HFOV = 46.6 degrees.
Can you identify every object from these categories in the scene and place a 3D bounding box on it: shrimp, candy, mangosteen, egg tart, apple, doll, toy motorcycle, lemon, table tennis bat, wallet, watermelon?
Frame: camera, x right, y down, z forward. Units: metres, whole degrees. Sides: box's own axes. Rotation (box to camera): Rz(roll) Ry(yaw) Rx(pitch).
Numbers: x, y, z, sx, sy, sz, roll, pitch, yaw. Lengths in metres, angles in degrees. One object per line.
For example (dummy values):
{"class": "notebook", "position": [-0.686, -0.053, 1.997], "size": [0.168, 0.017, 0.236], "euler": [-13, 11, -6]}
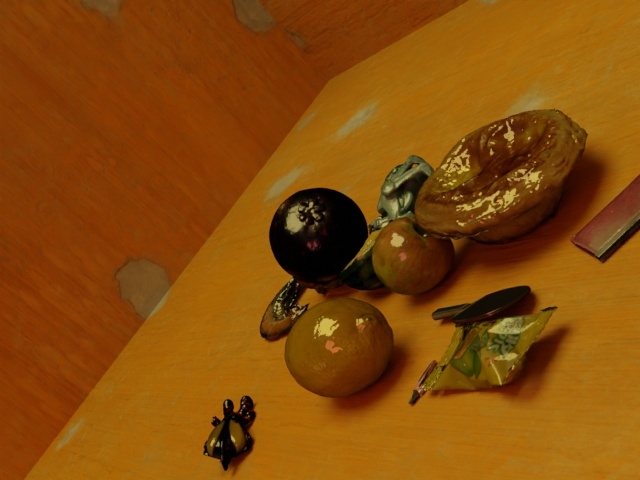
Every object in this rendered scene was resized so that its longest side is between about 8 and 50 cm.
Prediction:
{"class": "shrimp", "position": [-0.086, 0.189, 2.338], "size": [0.222, 0.054, 0.290], "euler": [-11, 42, 59]}
{"class": "candy", "position": [0.322, 0.216, 1.452], "size": [0.187, 0.081, 0.297], "euler": [-54, 11, -25]}
{"class": "mangosteen", "position": [0.009, -0.008, 2.188], "size": [0.297, 0.313, 0.297], "euler": [-17, 61, 33]}
{"class": "egg tart", "position": [0.430, -0.130, 1.749], "size": [0.443, 0.178, 0.443], "euler": [-31, 23, 15]}
{"class": "apple", "position": [0.223, 0.042, 1.824], "size": [0.196, 0.196, 0.196], "euler": [-39, 21, 18]}
{"class": "doll", "position": [-0.242, 0.508, 1.978], "size": [0.127, 0.088, 0.248], "euler": [-37, 18, 23]}
{"class": "toy motorcycle", "position": [0.253, -0.113, 2.151], "size": [0.206, 0.154, 0.260], "euler": [5, 66, 40]}
{"class": "lemon", "position": [0.042, 0.248, 1.719], "size": [0.263, 0.236, 0.236], "euler": [3, 51, 56]}
{"class": "table tennis bat", "position": [0.332, 0.143, 1.588], "size": [0.154, 0.021, 0.274], "euler": [-28, 3, -32]}
{"class": "wallet", "position": [0.614, -0.060, 1.487], "size": [0.232, 0.025, 0.119], "euler": [-44, 20, 4]}
{"class": "watermelon", "position": [0.152, 0.060, 2.005], "size": [0.232, 0.127, 0.204], "euler": [-49, -5, 8]}

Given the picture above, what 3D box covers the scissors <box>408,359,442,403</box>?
{"class": "scissors", "position": [0.220, 0.301, 1.575], "size": [0.113, 0.012, 0.039], "euler": [-51, 20, -16]}
